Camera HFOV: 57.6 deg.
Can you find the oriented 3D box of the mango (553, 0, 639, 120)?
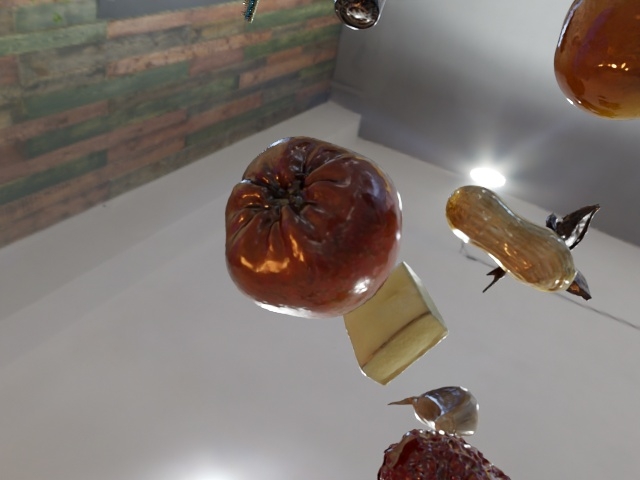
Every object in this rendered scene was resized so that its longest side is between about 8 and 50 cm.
[{"bbox_3d":[0.375,-0.245,0.630,0.139,0.254,0.175,12,-135,-57],"label":"mango"}]

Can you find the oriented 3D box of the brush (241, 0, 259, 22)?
[{"bbox_3d":[-0.070,-0.283,0.645,0.013,0.083,0.016,-11,-126,-41],"label":"brush"}]

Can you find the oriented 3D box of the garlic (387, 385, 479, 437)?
[{"bbox_3d":[0.240,0.344,1.189,0.129,0.090,0.198,-6,-175,-23],"label":"garlic"}]

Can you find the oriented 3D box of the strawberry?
[{"bbox_3d":[0.165,0.369,0.836,0.234,0.178,0.234,-28,-158,12],"label":"strawberry"}]

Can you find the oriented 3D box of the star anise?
[{"bbox_3d":[0.320,0.016,0.875,0.144,0.140,0.158,10,170,-26],"label":"star anise"}]

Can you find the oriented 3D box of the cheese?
[{"bbox_3d":[0.191,0.215,1.566,0.124,0.242,0.265,45,-167,-27],"label":"cheese"}]

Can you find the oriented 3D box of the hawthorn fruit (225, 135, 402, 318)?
[{"bbox_3d":[0.000,0.000,0.898,0.277,0.277,0.298,44,-179,39],"label":"hawthorn fruit"}]

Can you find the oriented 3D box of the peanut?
[{"bbox_3d":[0.267,-0.003,0.818,0.207,0.087,0.087,38,-143,6],"label":"peanut"}]

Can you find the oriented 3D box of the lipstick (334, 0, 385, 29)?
[{"bbox_3d":[0.094,-0.471,0.942,0.081,0.081,0.299,16,-113,5],"label":"lipstick"}]
